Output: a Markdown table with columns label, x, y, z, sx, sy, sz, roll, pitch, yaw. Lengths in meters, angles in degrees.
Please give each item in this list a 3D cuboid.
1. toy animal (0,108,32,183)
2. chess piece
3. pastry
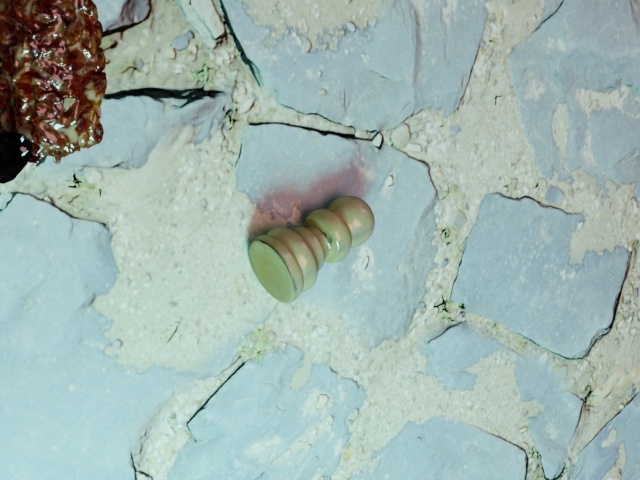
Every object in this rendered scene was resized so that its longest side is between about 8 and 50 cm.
| label | x | y | z | sx | sy | sz | roll | pitch | yaw |
| --- | --- | --- | --- | --- | --- | --- | --- | --- | --- |
| toy animal | -0.395 | -0.101 | 1.106 | 0.179 | 0.218 | 0.116 | 36 | 48 | -4 |
| chess piece | 0.000 | 0.000 | 1.430 | 0.170 | 0.094 | 0.094 | -32 | 121 | -27 |
| pastry | -0.285 | -0.188 | 1.164 | 0.115 | 0.097 | 0.208 | -9 | 109 | -43 |
